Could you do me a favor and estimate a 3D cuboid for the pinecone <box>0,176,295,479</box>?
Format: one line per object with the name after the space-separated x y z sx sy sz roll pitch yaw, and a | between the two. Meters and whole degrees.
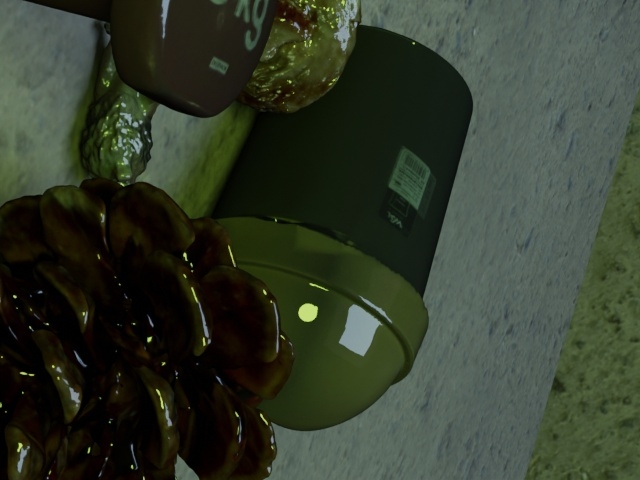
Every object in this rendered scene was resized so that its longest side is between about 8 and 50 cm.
-0.155 0.084 0.989 0.309 0.244 0.244 -26 128 -49 | pinecone

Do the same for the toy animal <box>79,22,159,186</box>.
-0.121 -0.135 1.140 0.086 0.069 0.219 104 12 -76 | toy animal

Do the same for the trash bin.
0.000 0.000 1.327 0.214 0.214 0.334 66 37 -57 | trash bin

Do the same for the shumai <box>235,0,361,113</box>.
-0.041 -0.165 1.244 0.105 0.123 0.139 -34 149 -43 | shumai

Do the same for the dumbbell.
-0.141 -0.153 0.860 0.124 0.225 0.140 -72 160 -4 | dumbbell
